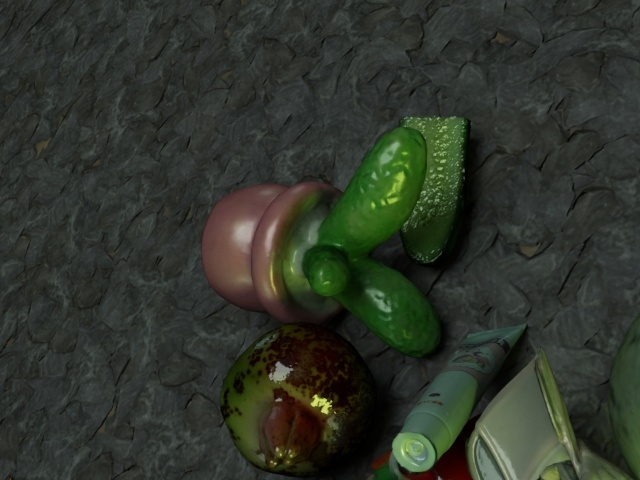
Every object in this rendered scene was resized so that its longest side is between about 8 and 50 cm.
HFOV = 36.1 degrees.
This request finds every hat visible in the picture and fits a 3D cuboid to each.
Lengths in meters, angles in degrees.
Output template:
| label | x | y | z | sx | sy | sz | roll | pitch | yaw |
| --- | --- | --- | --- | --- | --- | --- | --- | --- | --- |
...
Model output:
| label | x | y | z | sx | sy | sz | roll | pitch | yaw |
| --- | --- | --- | --- | --- | --- | --- | --- | --- | --- |
| hat | 0.252 | 0.239 | 1.010 | 0.219 | 0.164 | 0.226 | 115 | 171 | -52 |

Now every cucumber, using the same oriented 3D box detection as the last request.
| label | x | y | z | sx | sy | sz | roll | pitch | yaw |
| --- | --- | --- | --- | --- | --- | --- | --- | --- | --- |
| cucumber | 0.164 | -0.068 | 1.428 | 0.115 | 0.063 | 0.243 | -4 | 62 | 28 |

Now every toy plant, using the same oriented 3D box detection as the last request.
| label | x | y | z | sx | sy | sz | roll | pitch | yaw |
| --- | --- | --- | --- | --- | --- | --- | --- | --- | --- |
| toy plant | -0.001 | -0.001 | 1.381 | 0.356 | 0.211 | 0.316 | 8 | 110 | 47 |

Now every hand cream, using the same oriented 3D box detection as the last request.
| label | x | y | z | sx | sy | sz | roll | pitch | yaw |
| --- | --- | --- | --- | --- | --- | --- | --- | --- | --- |
| hand cream | 0.168 | 0.175 | 1.169 | 0.085 | 0.331 | 0.058 | -18 | 98 | 30 |

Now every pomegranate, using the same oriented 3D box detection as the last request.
| label | x | y | z | sx | sy | sz | roll | pitch | yaw |
| --- | --- | --- | --- | --- | --- | --- | --- | --- | --- |
| pomegranate | -0.033 | 0.222 | 1.280 | 0.214 | 0.214 | 0.248 | -34 | 7 | 15 |

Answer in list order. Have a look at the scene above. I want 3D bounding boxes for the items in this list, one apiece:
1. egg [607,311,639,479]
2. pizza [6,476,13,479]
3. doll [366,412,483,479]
| label | x | y | z | sx | sy | sz | roll | pitch | yaw |
| --- | --- | --- | --- | --- | --- | --- | --- | --- | --- |
| egg | 0.473 | 0.141 | 0.895 | 0.428 | 0.345 | 0.345 | -15 | 55 | 49 |
| pizza | -0.525 | 0.480 | 1.608 | 0.154 | 0.069 | 0.193 | -23 | 55 | 25 |
| doll | 0.139 | 0.315 | 1.158 | 0.363 | 0.160 | 0.182 | -43 | 41 | 4 |
